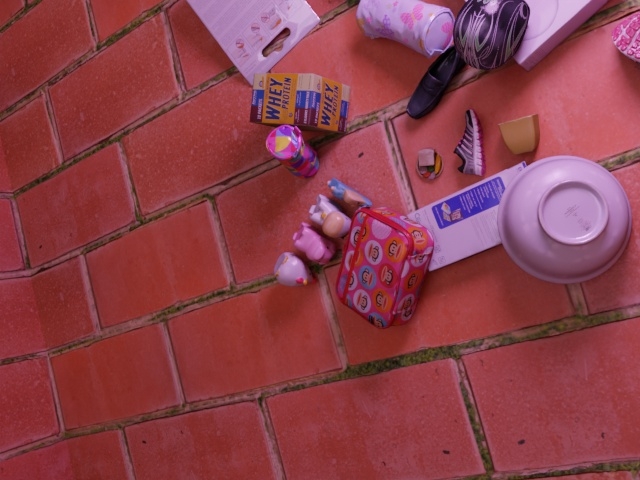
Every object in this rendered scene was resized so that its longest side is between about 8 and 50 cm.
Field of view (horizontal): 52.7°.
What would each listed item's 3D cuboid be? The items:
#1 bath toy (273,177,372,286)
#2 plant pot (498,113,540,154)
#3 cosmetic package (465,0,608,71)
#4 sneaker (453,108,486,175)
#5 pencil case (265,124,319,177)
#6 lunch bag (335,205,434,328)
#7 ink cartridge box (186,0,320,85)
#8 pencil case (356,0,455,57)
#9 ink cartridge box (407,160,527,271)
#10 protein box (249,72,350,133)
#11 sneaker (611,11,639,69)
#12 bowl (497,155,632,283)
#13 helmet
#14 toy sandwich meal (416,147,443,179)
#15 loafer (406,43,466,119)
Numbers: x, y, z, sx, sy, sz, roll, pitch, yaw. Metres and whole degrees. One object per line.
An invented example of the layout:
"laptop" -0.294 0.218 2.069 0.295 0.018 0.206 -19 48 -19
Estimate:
"bath toy" 0.000 0.000 1.832 0.129 0.151 0.348 28 110 -17
"plant pot" 0.483 -0.252 1.550 0.082 0.081 0.083 -12 97 31
"cosmetic package" 0.479 -0.640 1.527 0.284 0.097 0.377 -42 71 24
"sneaker" 0.369 -0.244 1.626 0.075 0.063 0.170 -5 94 25
"pencil case" -0.071 -0.244 1.797 0.105 0.236 0.104 -2 82 11
"lunch bag" 0.152 0.061 1.716 0.258 0.120 0.292 33 119 42
"ink cartridge box" -0.207 -0.719 1.971 0.308 0.091 0.385 -37 90 27
"pencil case" 0.212 -0.556 1.647 0.273 0.114 0.124 35 106 41
"ink cartridge box" 0.395 -0.055 1.618 0.333 0.065 0.165 -25 79 31
"protein box" -0.055 -0.380 1.798 0.200 0.201 0.135 9 97 31
"sneaker" 0.743 -0.377 1.372 0.121 0.112 0.299 -41 57 5
"bowl" 0.546 -0.054 1.429 0.298 0.134 0.297 -1 85 12
"helmet" 0.378 -0.472 1.459 0.169 0.169 0.161 30 93 27
"toy sandwich meal" 0.284 -0.203 1.699 0.086 0.029 0.085 1 92 31
"loafer" 0.292 -0.410 1.658 0.076 0.078 0.223 47 114 22
